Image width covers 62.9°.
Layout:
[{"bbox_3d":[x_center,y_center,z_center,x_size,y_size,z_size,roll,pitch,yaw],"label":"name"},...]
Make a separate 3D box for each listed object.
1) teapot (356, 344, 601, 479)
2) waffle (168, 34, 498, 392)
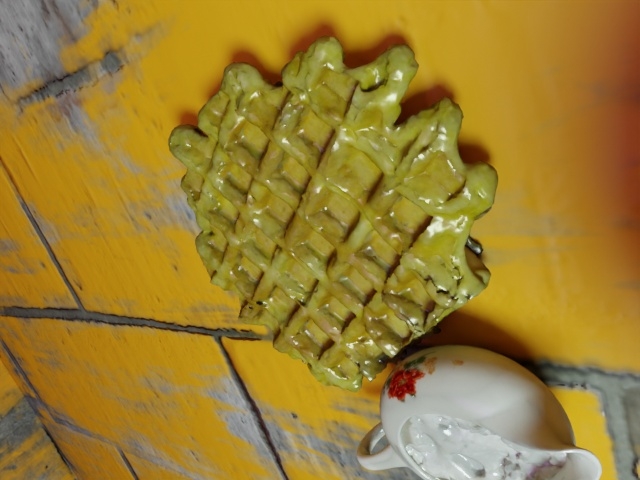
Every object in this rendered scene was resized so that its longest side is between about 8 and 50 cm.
[{"bbox_3d":[0.112,0.146,0.412,0.145,0.092,0.226,50,137,-5],"label":"teapot"},{"bbox_3d":[0.002,-0.002,0.433,0.311,0.060,0.308,-9,112,44],"label":"waffle"}]
